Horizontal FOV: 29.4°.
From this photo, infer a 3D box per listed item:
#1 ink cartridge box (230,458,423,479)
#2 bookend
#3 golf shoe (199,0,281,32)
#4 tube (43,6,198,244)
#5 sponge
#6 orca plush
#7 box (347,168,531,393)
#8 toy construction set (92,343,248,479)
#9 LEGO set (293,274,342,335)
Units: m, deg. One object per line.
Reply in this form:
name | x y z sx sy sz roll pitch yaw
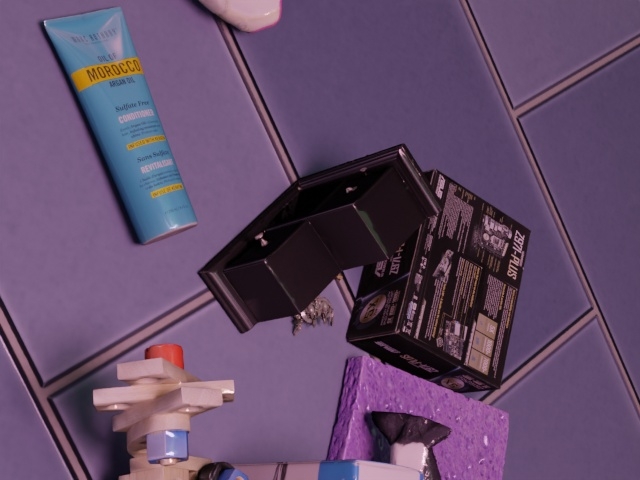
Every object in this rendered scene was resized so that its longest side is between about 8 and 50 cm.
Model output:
ink cartridge box | -0.011 0.255 0.999 0.082 0.190 0.140 15 71 -37
bookend | 0.000 0.000 1.087 0.157 0.156 0.072 -45 109 -35
golf shoe | -0.041 -0.330 1.172 0.140 0.115 0.306 48 61 -33
tube | -0.167 -0.100 1.051 0.080 0.052 0.207 -21 88 -46
sponge | 0.101 0.200 1.205 0.210 0.031 0.117 24 67 -33
orca plush | 0.052 0.301 1.114 0.102 0.151 0.287 49 41 -75
box | 0.122 0.043 1.226 0.147 0.077 0.180 29 64 -31
toy construction set | -0.130 0.243 0.903 0.215 0.151 0.328 24 69 -56
LEGO set | -0.002 0.054 1.159 0.054 0.023 0.083 26 65 -32
